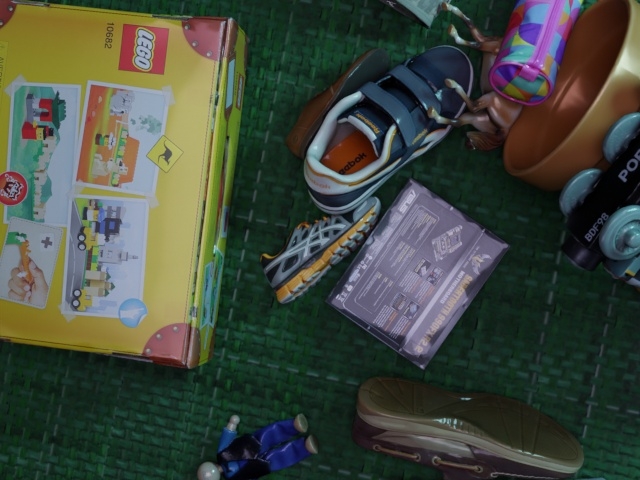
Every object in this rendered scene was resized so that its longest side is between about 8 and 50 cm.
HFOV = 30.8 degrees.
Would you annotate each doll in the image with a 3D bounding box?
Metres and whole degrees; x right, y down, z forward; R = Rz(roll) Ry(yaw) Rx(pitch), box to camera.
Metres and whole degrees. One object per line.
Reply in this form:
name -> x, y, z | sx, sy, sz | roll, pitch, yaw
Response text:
doll -> -0.103, 0.323, 1.774 | 0.189, 0.046, 0.129 | -26, 97, 11

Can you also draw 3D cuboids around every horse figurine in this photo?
horse figurine -> 0.246, -0.235, 1.699 | 0.175, 0.066, 0.263 | 17, 70, -29

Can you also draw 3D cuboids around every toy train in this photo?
toy train -> 0.449, -0.084, 1.466 | 0.190, 0.142, 0.334 | 24, 109, -35

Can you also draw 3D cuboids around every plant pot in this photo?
plant pot -> 0.421, -0.170, 1.632 | 0.204, 0.291, 0.290 | 30, 92, -11

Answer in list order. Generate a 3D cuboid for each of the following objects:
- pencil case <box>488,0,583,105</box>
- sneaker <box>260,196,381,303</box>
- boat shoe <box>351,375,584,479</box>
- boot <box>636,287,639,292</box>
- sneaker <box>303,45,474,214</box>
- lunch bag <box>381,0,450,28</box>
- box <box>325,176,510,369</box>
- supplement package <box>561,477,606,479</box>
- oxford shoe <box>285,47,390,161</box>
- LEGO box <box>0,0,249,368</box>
pencil case -> 0.316, -0.309, 1.663 | 0.105, 0.104, 0.236 | 19, 66, 5
sneaker -> 0.000, 0.000, 1.753 | 0.215, 0.084, 0.083 | -40, 74, 1
boat shoe -> 0.212, 0.303, 1.727 | 0.342, 0.123, 0.123 | 12, 120, 0
boot -> 0.561, -0.023, 1.626 | 0.295, 0.211, 0.104 | -41, 66, 21
sneaker -> 0.105, -0.176, 1.693 | 0.126, 0.127, 0.321 | 39, 80, 20
lunch bag -> 0.114, -0.481, 1.705 | 0.287, 0.169, 0.235 | 33, 92, -2
box -> 0.146, 0.049, 1.750 | 0.183, 0.056, 0.231 | 34, 93, 4
supplement package -> 0.333, 0.462, 1.684 | 0.194, 0.149, 0.203 | -4, 89, 5
oxford shoe -> 0.022, -0.214, 1.760 | 0.212, 0.076, 0.076 | -50, 46, -7
LEGO box -> -0.325, -0.086, 1.722 | 0.373, 0.193, 0.499 | 7, 90, 5
